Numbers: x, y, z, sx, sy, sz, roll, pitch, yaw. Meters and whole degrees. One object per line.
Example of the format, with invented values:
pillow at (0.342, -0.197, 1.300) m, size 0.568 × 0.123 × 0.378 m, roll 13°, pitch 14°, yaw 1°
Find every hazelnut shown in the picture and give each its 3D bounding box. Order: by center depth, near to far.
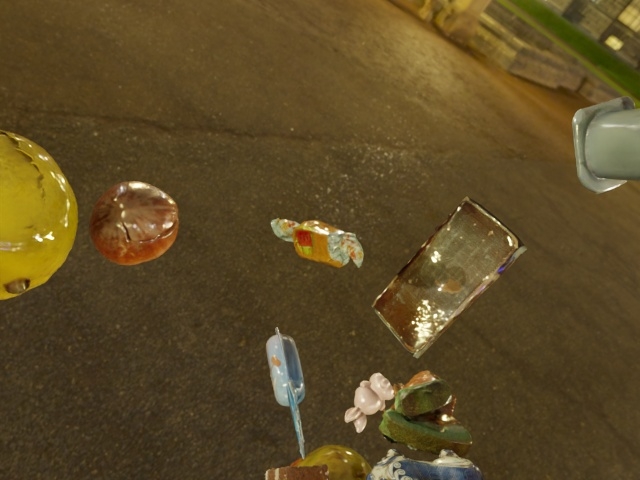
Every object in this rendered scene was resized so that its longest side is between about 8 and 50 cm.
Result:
hazelnut at (-0.380, -0.044, 1.150) m, size 0.182 × 0.182 × 0.182 m, roll 26°, pitch 31°, yaw -17°

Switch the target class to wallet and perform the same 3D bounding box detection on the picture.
wallet at (0.185, 0.055, 0.842) m, size 0.031 × 0.232 × 0.122 m, roll 24°, pitch 21°, yaw -51°

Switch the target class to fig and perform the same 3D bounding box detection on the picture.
fig at (0.032, 0.748, 1.548) m, size 0.343 × 0.343 × 0.343 m, roll 26°, pitch 31°, yaw -17°

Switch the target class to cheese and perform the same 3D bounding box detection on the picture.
cheese at (-0.054, 0.230, 0.926) m, size 0.052 × 0.135 × 0.244 m, roll -11°, pitch 25°, yaw -7°

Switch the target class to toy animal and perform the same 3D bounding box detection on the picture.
toy animal at (0.157, 0.559, 1.972) m, size 0.212 × 0.124 × 0.124 m, roll -37°, pitch 71°, yaw -18°

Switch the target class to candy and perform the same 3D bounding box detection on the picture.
candy at (0.000, 0.000, 0.732) m, size 0.046 × 0.053 × 0.182 m, roll -21°, pitch 23°, yaw -34°

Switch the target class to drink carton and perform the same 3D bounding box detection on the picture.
drink carton at (0.653, -0.190, 1.133) m, size 0.186 × 0.191 × 0.190 m, roll -19°, pitch 16°, yaw -26°

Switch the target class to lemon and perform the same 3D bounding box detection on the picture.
lemon at (-0.568, -0.047, 0.973) m, size 0.297 × 0.297 × 0.297 m, roll 26°, pitch 31°, yaw -17°

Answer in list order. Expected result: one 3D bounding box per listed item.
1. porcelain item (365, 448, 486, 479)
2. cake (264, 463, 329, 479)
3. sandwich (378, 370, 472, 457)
porcelain item at (0.249, 0.562, 1.271) m, size 0.288 × 0.137 × 0.186 m, roll 9°, pitch -1°, yaw -9°
cake at (-0.059, 0.601, 1.333) m, size 0.135 × 0.147 × 0.135 m, roll 12°, pitch 64°, yaw -31°
sandwich at (0.311, 0.457, 1.599) m, size 0.251 × 0.162 × 0.301 m, roll 20°, pitch 19°, yaw 5°
